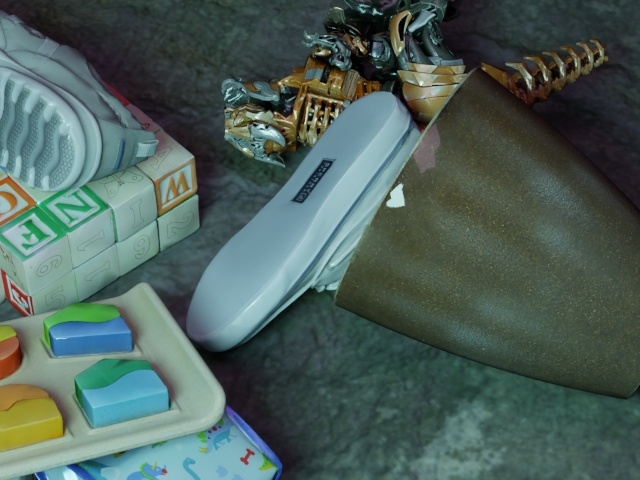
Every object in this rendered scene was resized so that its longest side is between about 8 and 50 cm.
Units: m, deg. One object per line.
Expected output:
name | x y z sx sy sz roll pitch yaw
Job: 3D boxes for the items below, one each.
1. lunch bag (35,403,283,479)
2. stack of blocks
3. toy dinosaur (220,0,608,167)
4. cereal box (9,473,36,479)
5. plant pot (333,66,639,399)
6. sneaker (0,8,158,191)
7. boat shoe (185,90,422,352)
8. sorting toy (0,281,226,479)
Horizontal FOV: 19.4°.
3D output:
lunch bag | -0.125 0.158 1.341 0.129 0.096 0.151 -31 66 -37
stack of blocks | -0.266 -0.014 1.520 0.297 0.087 0.171 -33 55 -26
toy dinosaur | 0.076 -0.143 1.634 0.321 0.164 0.218 4 60 -21
cereal box | -0.300 0.179 1.339 0.173 0.047 0.240 10 49 8
plant pot | 0.163 0.018 1.439 0.230 0.215 0.215 32 53 7
sneaker | -0.243 -0.123 1.516 0.115 0.105 0.281 -3 37 -46
boat shoe | 0.000 0.000 1.506 0.258 0.084 0.095 -48 33 -10
sorting toy | -0.192 0.097 1.328 0.208 0.038 0.193 -16 32 -17
